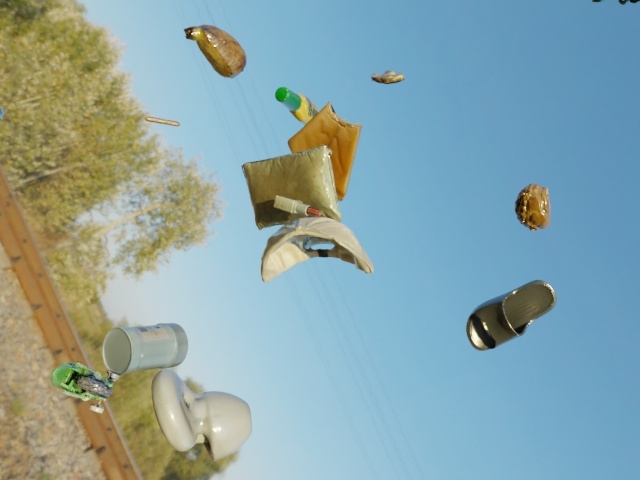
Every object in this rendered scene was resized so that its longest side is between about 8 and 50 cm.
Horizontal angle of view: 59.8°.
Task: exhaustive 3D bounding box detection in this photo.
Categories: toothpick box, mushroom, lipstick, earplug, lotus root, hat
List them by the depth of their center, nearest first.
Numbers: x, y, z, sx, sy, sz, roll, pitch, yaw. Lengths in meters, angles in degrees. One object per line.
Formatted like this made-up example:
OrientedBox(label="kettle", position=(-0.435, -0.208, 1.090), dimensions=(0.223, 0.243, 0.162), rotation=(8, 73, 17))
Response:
OrientedBox(label="hat", position=(0.000, 0.000, 1.089), dimensions=(0.226, 0.219, 0.164), rotation=(-70, 152, -62))
OrientedBox(label="toothpick box", position=(-0.377, 0.232, 1.207), dimensions=(0.101, 0.153, 0.101), rotation=(-4, -97, 33))
OrientedBox(label="lipstick", position=(-0.049, -0.075, 1.288), dimensions=(0.129, 0.030, 0.030), rotation=(19, -79, 33))
OrientedBox(label="lotus root", position=(-0.269, -0.503, 1.452), dimensions=(0.190, 0.094, 0.108), rotation=(35, 32, -54))
OrientedBox(label="earplug", position=(-0.321, 0.458, 1.469), dimensions=(0.325, 0.175, 0.214), rotation=(40, 11, -35))
OrientedBox(label="mushroom", position=(0.179, -0.442, 1.504), dimensions=(0.101, 0.049, 0.019), rotation=(12, -41, 33))

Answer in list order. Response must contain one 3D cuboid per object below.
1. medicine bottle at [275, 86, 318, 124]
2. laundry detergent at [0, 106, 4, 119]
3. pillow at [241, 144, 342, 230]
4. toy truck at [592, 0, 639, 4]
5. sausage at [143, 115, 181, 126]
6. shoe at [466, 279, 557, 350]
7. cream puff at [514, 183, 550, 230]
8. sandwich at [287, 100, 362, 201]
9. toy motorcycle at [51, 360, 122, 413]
OrientedBox(label="medicine bottle", position=(-0.074, -0.424, 1.745), dimensions=(0.260, 0.064, 0.095), rotation=(4, 77, -70))
OrientedBox(label="laundry detergent", position=(-0.638, -0.311, 0.960), dimensions=(0.144, 0.078, 0.222), rotation=(-138, -152, -78))
OrientedBox(label="pillow", position=(-0.074, -0.123, 1.378), dimensions=(0.302, 0.074, 0.185), rotation=(-5, -79, 41))
OrientedBox(label="toy truck", position=(0.626, -0.687, 1.177), dimensions=(0.178, 0.176, 0.364), rotation=(32, -35, 58))
OrientedBox(label="sausage", position=(-0.424, -0.320, 1.495), dimensions=(0.015, 0.100, 0.015), rotation=(-13, -105, 58))
OrientedBox(label="shoe", position=(0.466, 0.183, 1.363), dimensions=(0.108, 0.241, 0.093), rotation=(57, 10, 2))
OrientedBox(label="cream puff", position=(0.651, -0.103, 1.709), dimensions=(0.103, 0.126, 0.144), rotation=(0, -72, 21))
OrientedBox(label="sandwich", position=(0.049, -0.259, 1.625), dimensions=(0.212, 0.063, 0.245), rotation=(-38, -79, 30))
OrientedBox(label="toy motorcycle", position=(-0.410, 0.245, 0.965), dimensions=(0.106, 0.074, 0.190), rotation=(26, -22, -12))
